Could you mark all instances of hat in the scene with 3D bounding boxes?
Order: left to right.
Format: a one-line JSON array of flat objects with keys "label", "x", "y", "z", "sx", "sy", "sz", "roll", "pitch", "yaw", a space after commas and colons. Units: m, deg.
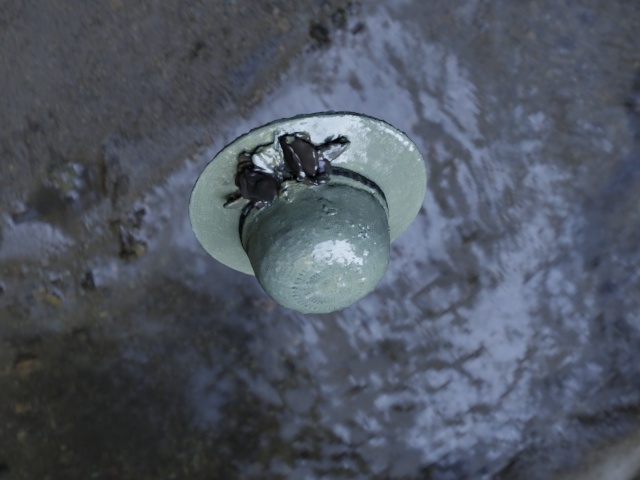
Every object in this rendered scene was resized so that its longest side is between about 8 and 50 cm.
[{"label": "hat", "x": 0.000, "y": 0.000, "z": 1.284, "sx": 0.257, "sy": 0.130, "sz": 0.257, "roll": -8, "pitch": 138, "yaw": -7}]
